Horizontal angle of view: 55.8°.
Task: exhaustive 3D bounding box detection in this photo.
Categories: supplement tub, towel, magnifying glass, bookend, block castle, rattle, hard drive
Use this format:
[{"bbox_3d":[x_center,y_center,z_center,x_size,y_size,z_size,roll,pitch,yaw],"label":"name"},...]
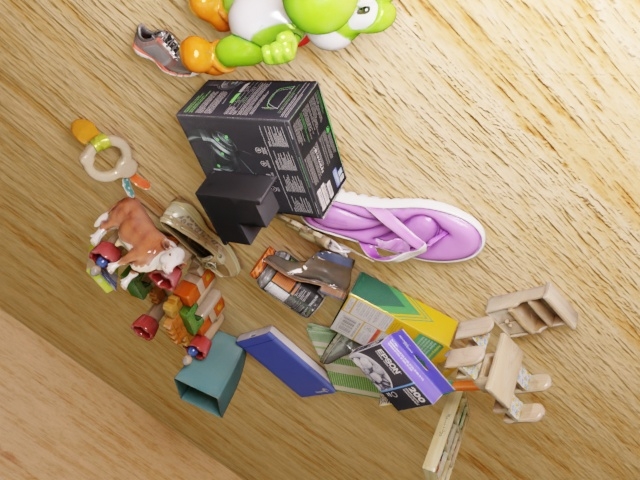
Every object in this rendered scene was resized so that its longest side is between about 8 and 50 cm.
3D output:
[{"bbox_3d":[-0.081,0.105,1.566,0.190,0.117,0.117,36,144,-7],"label":"supplement tub"},{"bbox_3d":[0.108,0.374,1.832,0.248,0.038,0.324,4,135,30],"label":"towel"},{"bbox_3d":[0.322,0.373,1.552,0.231,0.026,0.092,-12,134,40],"label":"magnifying glass"},{"bbox_3d":[-0.147,-0.058,1.230,0.157,0.072,0.156,8,141,28],"label":"bookend"},{"bbox_3d":[-0.493,0.178,1.862,0.303,0.212,0.453,15,142,20],"label":"block castle"},{"bbox_3d":[-0.543,-0.207,1.557,0.143,0.130,0.200,20,171,32],"label":"rattle"},{"bbox_3d":[-0.110,0.410,2.021,0.319,0.040,0.210,44,142,-18],"label":"hard drive"}]

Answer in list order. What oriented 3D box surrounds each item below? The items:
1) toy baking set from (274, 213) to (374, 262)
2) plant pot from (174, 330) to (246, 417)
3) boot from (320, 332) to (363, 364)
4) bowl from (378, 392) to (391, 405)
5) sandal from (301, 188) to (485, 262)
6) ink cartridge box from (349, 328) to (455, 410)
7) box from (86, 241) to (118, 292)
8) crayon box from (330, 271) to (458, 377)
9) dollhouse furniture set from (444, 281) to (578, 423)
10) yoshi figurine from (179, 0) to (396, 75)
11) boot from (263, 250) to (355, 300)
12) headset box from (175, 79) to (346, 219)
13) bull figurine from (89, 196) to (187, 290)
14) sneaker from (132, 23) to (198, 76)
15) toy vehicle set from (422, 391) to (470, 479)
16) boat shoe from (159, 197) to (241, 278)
[{"bbox_3d":[-0.001,-0.001,1.372,0.256,0.030,0.197,27,-179,1],"label":"toy baking set"},{"bbox_3d":[-0.354,0.442,2.065,0.166,0.234,0.165,21,144,14],"label":"plant pot"},{"bbox_3d":[0.119,0.334,1.683,0.209,0.076,0.189,33,129,2],"label":"boot"},{"bbox_3d":[0.238,0.413,1.724,0.170,0.080,0.170,-12,168,-3],"label":"bowl"},{"bbox_3d":[0.135,-0.011,1.285,0.417,0.102,0.169,11,141,24],"label":"sandal"},{"bbox_3d":[0.202,0.335,1.534,0.206,0.045,0.208,49,141,-4],"label":"ink cartridge box"},{"bbox_3d":[-0.700,0.088,1.947,0.042,0.178,0.109,-30,124,3],"label":"box"},{"bbox_3d":[0.204,0.228,1.545,0.323,0.083,0.203,28,144,4],"label":"crayon box"},{"bbox_3d":[0.414,0.224,1.255,0.212,0.242,0.161,44,142,-19],"label":"dollhouse furniture set"},{"bbox_3d":[-0.068,-0.361,0.934,0.362,0.203,0.203,1,129,30],"label":"yoshi figurine"},{"bbox_3d":[-0.023,0.056,1.472,0.219,0.106,0.082,24,178,-2],"label":"boot"},{"bbox_3d":[-0.122,-0.187,1.228,0.283,0.131,0.246,8,139,28],"label":"headset box"},{"bbox_3d":[-0.494,0.013,1.628,0.310,0.188,0.101,49,169,31],"label":"bull figurine"},{"bbox_3d":[-0.302,-0.376,1.190,0.158,0.061,0.064,25,138,6],"label":"sneaker"},{"bbox_3d":[0.353,0.551,1.674,0.035,0.266,0.166,9,140,29],"label":"toy vehicle set"},{"bbox_3d":[-0.330,0.015,1.653,0.105,0.089,0.285,-11,128,43],"label":"boat shoe"}]
